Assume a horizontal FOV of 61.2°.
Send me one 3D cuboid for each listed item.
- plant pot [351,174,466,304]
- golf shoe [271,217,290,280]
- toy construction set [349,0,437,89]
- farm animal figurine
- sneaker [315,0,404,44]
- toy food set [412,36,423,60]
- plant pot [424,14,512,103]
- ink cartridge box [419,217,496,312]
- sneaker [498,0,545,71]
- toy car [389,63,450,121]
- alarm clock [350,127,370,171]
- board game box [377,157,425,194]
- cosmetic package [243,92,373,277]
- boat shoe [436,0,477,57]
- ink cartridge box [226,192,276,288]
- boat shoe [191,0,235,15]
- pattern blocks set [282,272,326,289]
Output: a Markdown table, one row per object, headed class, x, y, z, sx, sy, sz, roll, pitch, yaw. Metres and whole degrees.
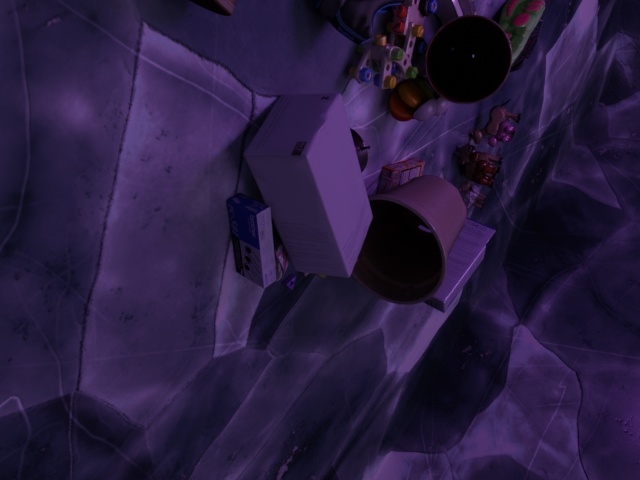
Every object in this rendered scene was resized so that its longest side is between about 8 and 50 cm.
| class | x | y | z | sx | sy | sz | roll | pitch | yaw |
| --- | --- | --- | --- | --- | --- | --- | --- | --- | --- |
| plant pot | 0.265 | -0.037 | 1.569 | 0.305 | 0.333 | 0.334 | -40 | 141 | -44 |
| golf shoe | -0.103 | 0.010 | 1.336 | 0.086 | 0.067 | 0.186 | 1 | 107 | -57 |
| toy construction set | 0.200 | -0.536 | 1.334 | 0.215 | 0.151 | 0.328 | -10 | 131 | -52 |
| farm animal figurine | 0.603 | -0.325 | 2.043 | 0.330 | 0.172 | 0.327 | -58 | 160 | -24 |
| sneaker | 0.135 | -0.578 | 1.181 | 0.139 | 0.125 | 0.341 | 41 | 82 | -16 |
| toy food set | 0.261 | -0.549 | 1.514 | 0.083 | 0.020 | 0.083 | 31 | 85 | -57 |
| plant pot | 0.392 | -0.492 | 1.474 | 0.230 | 0.215 | 0.216 | -63 | 166 | -68 |
| ink cartridge box | 0.345 | 0.033 | 1.756 | 0.330 | 0.324 | 0.072 | -46 | 145 | -25 |
| sneaker | 0.629 | -0.632 | 1.832 | 0.483 | 0.185 | 0.202 | -48 | 140 | -22 |
| toy car | 0.264 | -0.399 | 1.533 | 0.182 | 0.159 | 0.136 | -29 | 169 | -43 |
| alarm clock | 0.044 | -0.203 | 1.359 | 0.064 | 0.129 | 0.192 | -34 | 164 | -35 |
| board game box | 0.258 | -0.178 | 1.744 | 0.193 | 0.045 | 0.147 | -21 | 128 | -47 |
| cosmetic package | -0.009 | -0.117 | 1.237 | 0.385 | 0.156 | 0.217 | 69 | 35 | -42 |
| boat shoe | 0.414 | -0.637 | 1.590 | 0.091 | 0.109 | 0.305 | -53 | 143 | -8 |
| ink cartridge box | -0.155 | 0.002 | 1.232 | 0.046 | 0.097 | 0.207 | -35 | 137 | -38 |
| boat shoe | -0.224 | -0.466 | 0.784 | 0.110 | 0.121 | 0.341 | -61 | 146 | -4 |
| pattern blocks set | 0.000 | 0.000 | 1.519 | 0.325 | 0.026 | 0.286 | -49 | 145 | -23 |
